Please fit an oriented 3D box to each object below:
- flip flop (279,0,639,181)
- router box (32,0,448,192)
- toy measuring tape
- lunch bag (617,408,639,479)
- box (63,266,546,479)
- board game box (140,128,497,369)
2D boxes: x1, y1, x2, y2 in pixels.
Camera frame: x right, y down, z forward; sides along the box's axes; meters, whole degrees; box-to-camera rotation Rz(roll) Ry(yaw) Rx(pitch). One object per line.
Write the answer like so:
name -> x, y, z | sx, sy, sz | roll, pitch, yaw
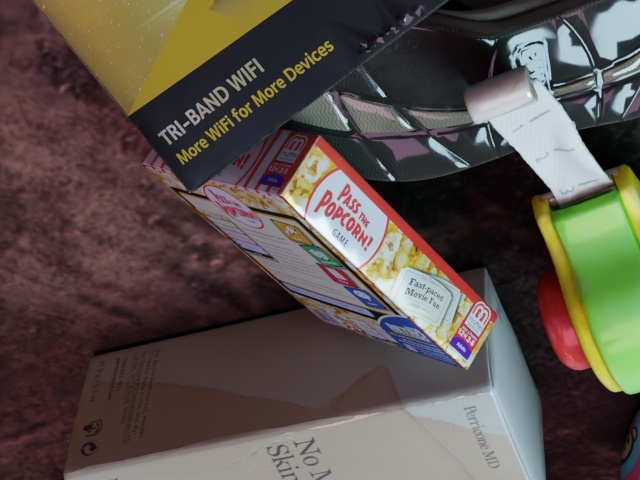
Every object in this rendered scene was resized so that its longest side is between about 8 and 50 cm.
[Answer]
flip flop -> 0.098, -0.111, 0.872 | 0.277, 0.080, 0.112 | -13, 126, -2
router box -> -0.024, -0.206, 0.734 | 0.309, 0.081, 0.243 | -35, 98, 30
toy measuring tape -> 0.170, 0.016, 0.888 | 0.121, 0.121, 0.330 | -19, 151, 20
lunch bag -> 0.314, 0.168, 0.976 | 0.120, 0.258, 0.293 | 23, 130, -15
box -> -0.007, 0.138, 1.064 | 0.311, 0.121, 0.148 | -15, 128, 17
board game box -> 0.000, 0.000, 0.924 | 0.147, 0.045, 0.193 | 15, 158, 49
